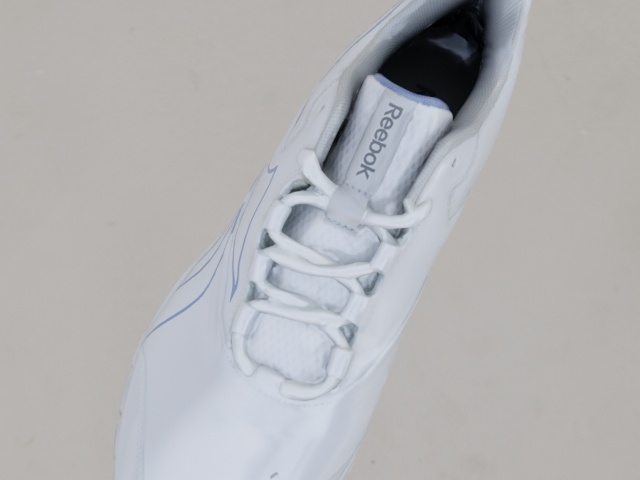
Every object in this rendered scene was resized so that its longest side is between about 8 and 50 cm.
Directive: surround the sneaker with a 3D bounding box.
[{"bbox_3d":[0.000,0.000,0.420,0.111,0.129,0.297,25,69,2],"label":"sneaker"}]
